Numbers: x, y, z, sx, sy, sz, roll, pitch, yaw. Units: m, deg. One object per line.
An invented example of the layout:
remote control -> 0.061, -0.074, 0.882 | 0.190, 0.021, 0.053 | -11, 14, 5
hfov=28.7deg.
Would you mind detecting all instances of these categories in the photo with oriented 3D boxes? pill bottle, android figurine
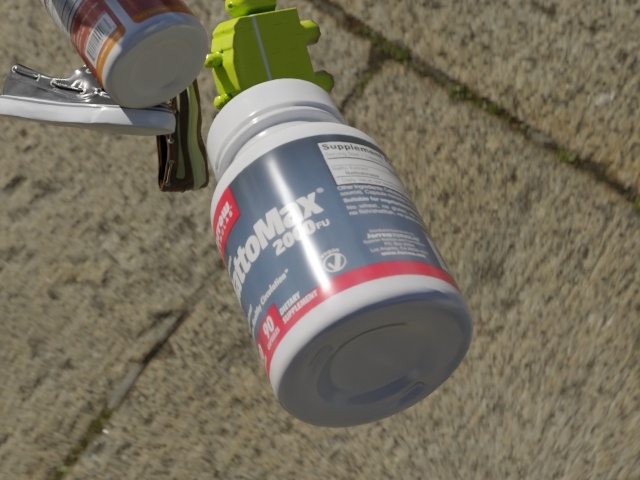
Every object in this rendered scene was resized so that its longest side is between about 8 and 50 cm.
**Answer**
pill bottle -> 0.000, 0.000, 0.676 | 0.108, 0.108, 0.180 | -25, 51, 0
pill bottle -> -0.219, -0.249, 1.311 | 0.121, 0.121, 0.216 | -36, 63, -4
android figurine -> -0.080, -0.260, 1.899 | 0.056, 0.273, 0.248 | -10, 100, 36

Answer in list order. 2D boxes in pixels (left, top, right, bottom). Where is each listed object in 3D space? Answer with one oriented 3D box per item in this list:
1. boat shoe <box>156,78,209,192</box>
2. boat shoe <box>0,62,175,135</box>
boat shoe -> -0.246, -0.198, 2.020 | 0.095, 0.095, 0.257 | -14, 106, -19
boat shoe -> -0.256, -0.161, 1.372 | 0.228, 0.080, 0.076 | 8, 90, 30
